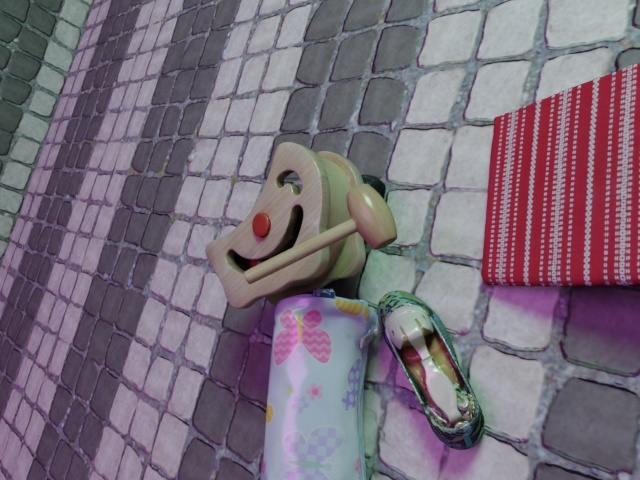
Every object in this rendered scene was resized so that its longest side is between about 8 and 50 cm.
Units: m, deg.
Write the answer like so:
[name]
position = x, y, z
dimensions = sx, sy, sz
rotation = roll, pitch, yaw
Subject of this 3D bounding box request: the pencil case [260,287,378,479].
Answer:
[pencil case]
position = -0.001, 0.197, 0.563
dimensions = 0.113, 0.124, 0.273
rotation = 110, 165, -71

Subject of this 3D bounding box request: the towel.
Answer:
[towel]
position = 0.263, -0.057, 0.432
dimensions = 0.275, 0.031, 0.199
rotation = -9, 69, 58

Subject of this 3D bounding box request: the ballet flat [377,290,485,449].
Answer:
[ballet flat]
position = 0.112, 0.121, 0.519
dimensions = 0.070, 0.070, 0.188
rotation = -44, 53, 21

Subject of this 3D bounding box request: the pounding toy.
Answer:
[pounding toy]
position = -0.048, -0.023, 0.548
dimensions = 0.269, 0.155, 0.154
rotation = -28, 70, 38

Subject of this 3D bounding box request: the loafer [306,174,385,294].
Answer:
[loafer]
position = 0.000, 0.000, 0.656
dimensions = 0.078, 0.076, 0.223
rotation = 47, 111, 33
